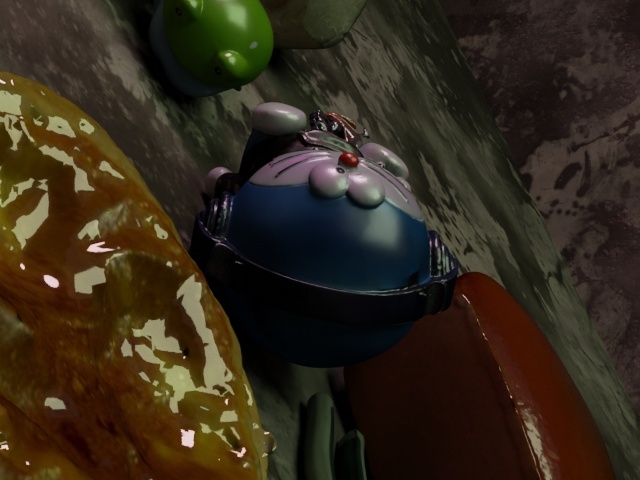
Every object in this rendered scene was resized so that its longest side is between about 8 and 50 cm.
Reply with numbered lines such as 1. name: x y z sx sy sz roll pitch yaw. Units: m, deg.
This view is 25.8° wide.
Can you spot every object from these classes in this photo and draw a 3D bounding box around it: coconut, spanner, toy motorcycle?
1. coconut: -0.027 -0.393 2.112 0.241 0.241 0.241 50 19 -24
2. spanner: 0.015 0.270 1.394 0.095 0.040 0.325 51 18 -21
3. toy motorcycle: 0.044 -0.104 2.040 0.212 0.084 0.118 61 15 -17

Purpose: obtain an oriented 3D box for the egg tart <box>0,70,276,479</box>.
1. egg tart: -0.205 0.086 0.875 0.443 0.178 0.443 50 21 -28

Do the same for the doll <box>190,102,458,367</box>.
1. doll: 0.000 0.000 1.507 0.284 0.240 0.310 8 20 -14

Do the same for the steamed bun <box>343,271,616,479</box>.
1. steamed bun: 0.196 0.242 1.603 0.248 0.235 0.379 33 30 -49

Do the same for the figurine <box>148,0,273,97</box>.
1. figurine: -0.135 -0.262 1.742 0.162 0.143 0.263 61 6 -10
